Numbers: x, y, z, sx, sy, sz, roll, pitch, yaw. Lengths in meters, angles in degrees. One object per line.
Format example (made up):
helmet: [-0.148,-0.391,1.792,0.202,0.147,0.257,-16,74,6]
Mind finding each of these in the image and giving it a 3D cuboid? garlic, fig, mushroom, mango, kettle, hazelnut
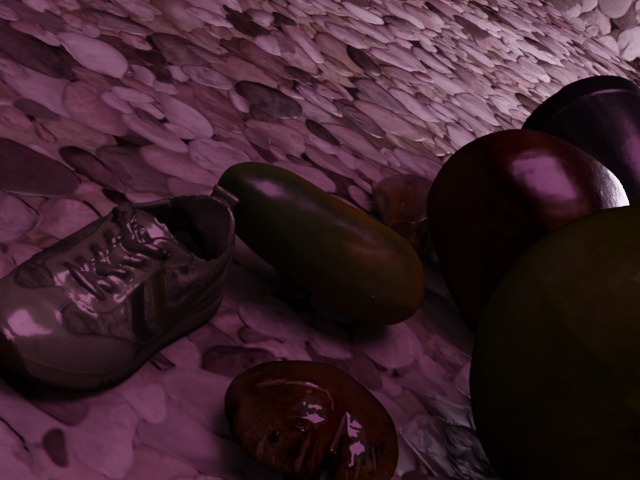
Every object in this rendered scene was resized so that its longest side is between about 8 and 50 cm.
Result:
garlic: [0.104,-0.041,1.255,0.084,0.066,0.152,18,31,-22]
fig: [0.271,0.110,0.930,0.316,0.316,0.316,25,26,-13]
mushroom: [-0.006,0.141,0.794,0.135,0.080,0.171,16,25,-9]
mango: [-0.001,0.000,1.000,0.237,0.091,0.137,36,-7,-21]
kettle: [0.393,-0.071,1.489,0.250,0.207,0.271,21,34,-37]
hazelnut: [0.223,-0.002,1.137,0.229,0.229,0.229,25,26,-13]

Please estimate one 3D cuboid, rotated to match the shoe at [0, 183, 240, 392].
shoe: [-0.147,0.026,0.823,0.103,0.098,0.275,34,26,12]
